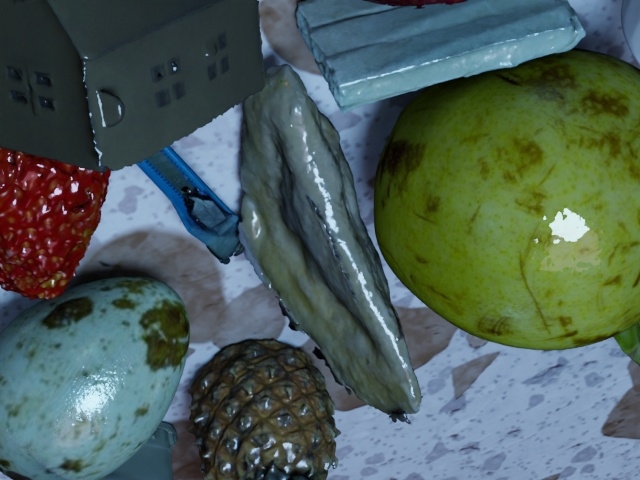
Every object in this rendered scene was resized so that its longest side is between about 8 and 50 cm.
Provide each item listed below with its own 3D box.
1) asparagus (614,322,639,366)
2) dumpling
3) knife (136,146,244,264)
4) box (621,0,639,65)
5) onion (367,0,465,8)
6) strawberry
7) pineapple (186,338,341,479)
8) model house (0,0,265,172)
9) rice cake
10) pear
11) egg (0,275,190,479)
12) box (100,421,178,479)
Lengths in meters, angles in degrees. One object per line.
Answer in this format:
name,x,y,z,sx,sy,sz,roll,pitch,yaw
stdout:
asparagus,0.329,0.085,1.504,0.045,0.041,0.178,-56,144,-26
dumpling,0.005,-0.001,1.235,0.086,0.166,0.332,-26,105,-29
knife,-0.130,-0.052,1.202,0.044,0.026,0.296,-31,145,7
box,0.331,-0.218,1.078,0.291,0.262,0.206,3,143,-10
onion,0.073,-0.262,0.951,0.252,0.219,0.252,-3,136,-3
strawberry,-0.266,-0.019,1.166,0.174,0.098,0.228,2,132,-18
pineapple,-0.047,0.237,1.365,0.158,0.279,0.158,-7,134,-7
model house,-0.170,-0.205,0.965,0.204,0.211,0.243,12,120,30
rice cake,0.097,-0.175,1.121,0.211,0.124,0.038,-19,141,-7
pear,0.185,-0.040,1.182,0.283,0.283,0.283,-9,135,-9
egg,-0.218,0.127,1.280,0.231,0.169,0.169,-43,133,1
box,-0.231,0.270,1.467,0.124,0.093,0.172,15,127,-30
